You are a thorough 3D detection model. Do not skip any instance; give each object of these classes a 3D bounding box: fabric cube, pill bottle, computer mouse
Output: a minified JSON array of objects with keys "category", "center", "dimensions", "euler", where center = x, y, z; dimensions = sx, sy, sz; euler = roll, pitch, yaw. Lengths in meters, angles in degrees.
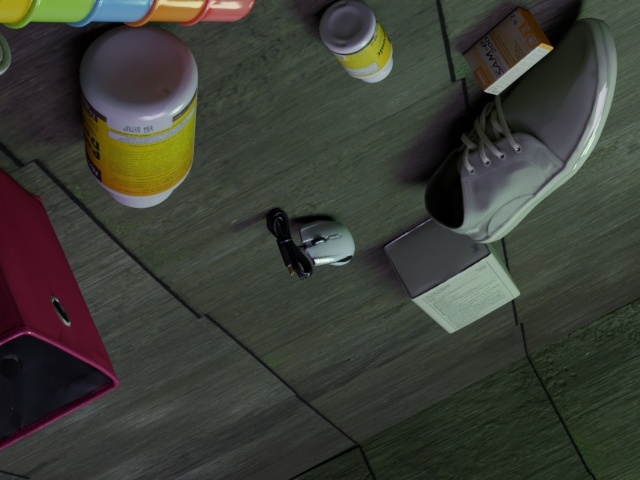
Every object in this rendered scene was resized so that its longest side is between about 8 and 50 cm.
[{"category":"fabric cube","center":[-0.405,0.074,1.304],"dimensions":[0.259,0.258,0.254],"euler":[-28,157,2]},{"category":"pill bottle","center":[-0.190,-0.121,1.298],"dimensions":[0.117,0.117,0.215],"euler":[-20,157,-17]},{"category":"computer mouse","center":[0.000,0.000,1.830],"dimensions":[0.042,0.106,0.193],"euler":[-32,167,30]},{"category":"pill bottle","center":[0.045,-0.223,1.407],"dimensions":[0.065,0.065,0.116],"euler":[-30,159,8]}]

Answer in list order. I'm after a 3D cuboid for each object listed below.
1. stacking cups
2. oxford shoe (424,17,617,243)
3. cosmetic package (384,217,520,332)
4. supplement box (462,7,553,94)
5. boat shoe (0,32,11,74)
[{"category":"stacking cups","center":[-0.191,-0.224,1.097],"dimensions":[0.316,0.096,0.096],"euler":[-4,148,-44]},{"category":"oxford shoe","center":[0.273,-0.140,1.748],"dimensions":[0.130,0.169,0.449],"euler":[8,146,-19]},{"category":"cosmetic package","center":[0.238,0.056,2.183],"dimensions":[0.160,0.113,0.309],"euler":[-30,157,7]},{"category":"supplement box","center":[0.240,-0.242,1.587],"dimensions":[0.098,0.062,0.036],"euler":[-40,155,28]},{"category":"boat shoe","center":[-0.394,-0.143,1.048],"dimensions":[0.254,0.095,0.079],"euler":[-11,152,-31]}]
